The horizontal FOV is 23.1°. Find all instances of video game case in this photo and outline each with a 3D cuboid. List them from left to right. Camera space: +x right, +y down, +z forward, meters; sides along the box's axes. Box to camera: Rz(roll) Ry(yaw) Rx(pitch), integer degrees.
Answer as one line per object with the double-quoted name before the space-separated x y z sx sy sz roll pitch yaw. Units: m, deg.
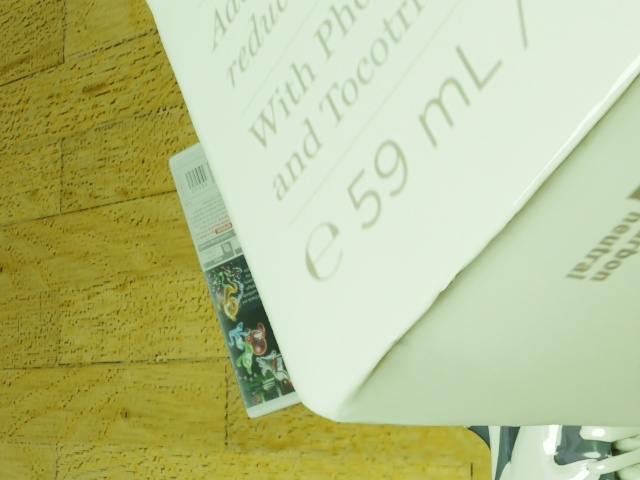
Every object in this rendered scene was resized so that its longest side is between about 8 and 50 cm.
"video game case" 0.000 0.000 0.924 0.190 0.022 0.173 -24 81 41

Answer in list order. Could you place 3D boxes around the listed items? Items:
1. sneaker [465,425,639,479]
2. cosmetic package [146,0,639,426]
"sneaker" 0.145 0.086 0.709 0.235 0.094 0.153 -106 31 -41
"cosmetic package" 0.138 -0.180 0.553 0.329 0.327 0.394 -53 46 37
